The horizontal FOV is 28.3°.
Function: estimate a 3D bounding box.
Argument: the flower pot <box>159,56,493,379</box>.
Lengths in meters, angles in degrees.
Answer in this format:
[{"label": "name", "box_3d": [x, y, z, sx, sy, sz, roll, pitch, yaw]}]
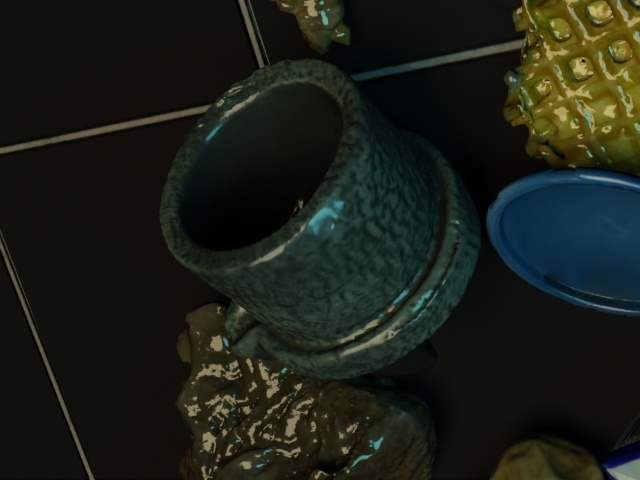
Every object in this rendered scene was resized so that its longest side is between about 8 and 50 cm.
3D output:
[{"label": "flower pot", "box_3d": [0.000, 0.000, 1.271, 0.299, 0.299, 0.283, -13, 145, 34]}]

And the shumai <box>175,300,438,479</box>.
[{"label": "shumai", "box_3d": [-0.044, 0.216, 1.521, 0.346, 0.217, 0.283, -39, 57, 25]}]

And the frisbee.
[{"label": "frisbee", "box_3d": [0.279, -0.003, 1.213, 0.242, 0.045, 0.242, 15, 151, 8]}]

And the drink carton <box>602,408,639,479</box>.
[{"label": "drink carton", "box_3d": [0.371, 0.148, 1.110, 0.106, 0.315, 0.131, -34, 93, 41]}]

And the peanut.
[{"label": "peanut", "box_3d": [0.213, 0.340, 1.404, 0.159, 0.143, 0.291, 18, 119, 11]}]

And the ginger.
[{"label": "ginger", "box_3d": [-0.019, -0.300, 1.283, 0.137, 0.074, 0.213, 22, 128, 20]}]

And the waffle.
[{"label": "waffle", "box_3d": [0.297, -0.150, 1.170, 0.280, 0.060, 0.262, 25, 123, 19]}]
